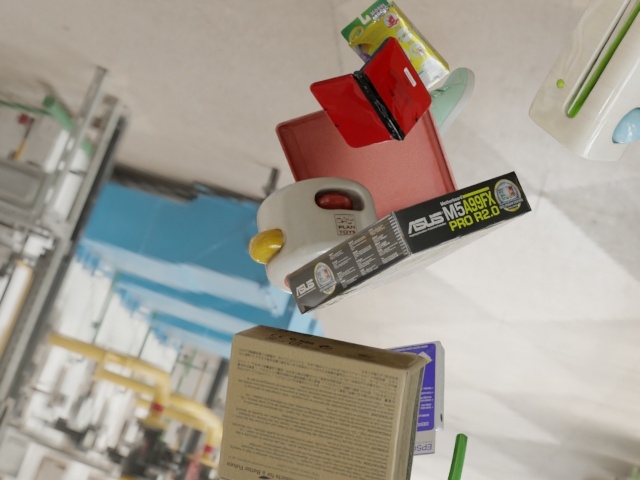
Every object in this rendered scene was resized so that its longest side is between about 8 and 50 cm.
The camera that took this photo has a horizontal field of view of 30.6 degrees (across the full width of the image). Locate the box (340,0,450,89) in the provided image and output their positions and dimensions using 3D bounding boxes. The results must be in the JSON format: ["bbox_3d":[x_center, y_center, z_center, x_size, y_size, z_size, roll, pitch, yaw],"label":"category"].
[{"bbox_3d":[0.128,-0.330,2.026,0.105,0.043,0.179,-37,114,20],"label":"box"}]

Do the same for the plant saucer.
[{"bbox_3d":[0.086,-0.125,1.985,0.258,0.048,0.259,-16,114,12],"label":"plant saucer"}]

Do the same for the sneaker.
[{"bbox_3d":[0.203,-0.288,2.326,0.151,0.256,0.094,41,151,-12],"label":"sneaker"}]

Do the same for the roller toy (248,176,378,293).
[{"bbox_3d":[0.000,0.000,1.864,0.191,0.146,0.209,-19,154,16],"label":"roller toy"}]

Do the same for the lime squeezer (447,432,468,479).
[{"bbox_3d":[0.111,0.376,1.370,0.059,0.310,0.110,35,177,-10],"label":"lime squeezer"}]

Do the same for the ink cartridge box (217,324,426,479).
[{"bbox_3d":[0.001,0.222,1.462,0.234,0.193,0.088,10,-170,19],"label":"ink cartridge box"}]

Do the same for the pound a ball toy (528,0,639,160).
[{"bbox_3d":[0.449,-0.261,1.555,0.208,0.319,0.136,-3,-141,-48],"label":"pound a ball toy"}]

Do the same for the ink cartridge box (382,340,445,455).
[{"bbox_3d":[0.110,0.282,1.985,0.206,0.208,0.045,-10,144,25],"label":"ink cartridge box"}]

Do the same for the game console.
[{"bbox_3d":[0.076,-0.216,1.720,0.085,0.124,0.144,23,159,45],"label":"game console"}]

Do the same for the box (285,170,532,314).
[{"bbox_3d":[0.111,0.006,1.525,0.216,0.060,0.270,-18,171,-34],"label":"box"}]
